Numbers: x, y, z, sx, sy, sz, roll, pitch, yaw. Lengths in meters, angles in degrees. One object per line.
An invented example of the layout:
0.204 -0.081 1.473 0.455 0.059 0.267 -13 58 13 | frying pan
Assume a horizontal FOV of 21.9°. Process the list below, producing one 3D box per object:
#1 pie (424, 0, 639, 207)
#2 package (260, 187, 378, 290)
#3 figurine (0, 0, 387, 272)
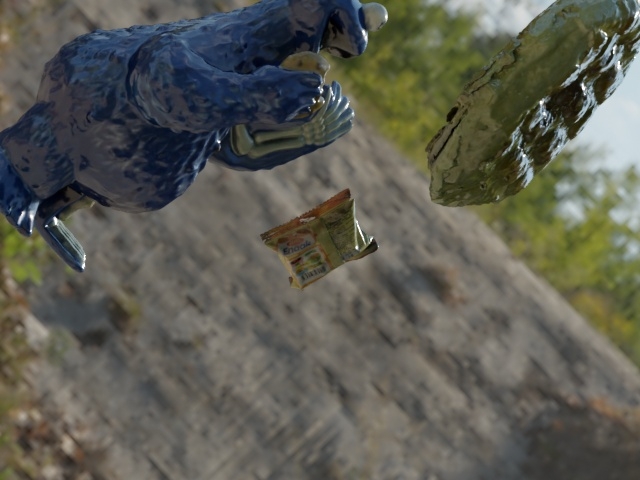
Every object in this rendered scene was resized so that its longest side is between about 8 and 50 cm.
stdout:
0.212 -0.136 1.602 0.071 0.306 0.306 44 -1 17 | pie
0.001 0.001 1.787 0.031 0.108 0.120 62 0 33 | package
-0.087 -0.090 1.005 0.120 0.262 0.164 61 -11 12 | figurine
